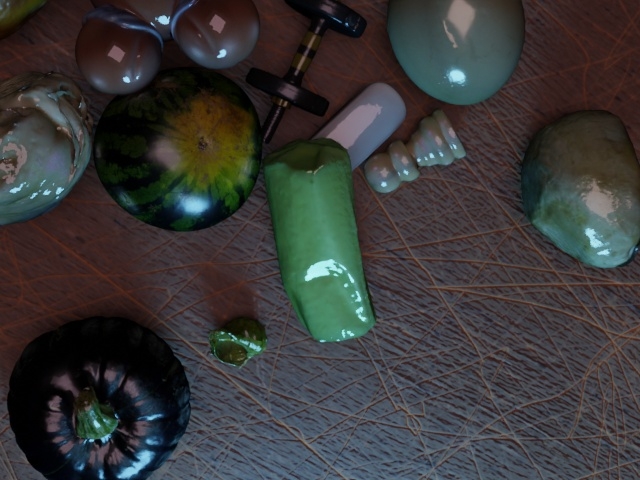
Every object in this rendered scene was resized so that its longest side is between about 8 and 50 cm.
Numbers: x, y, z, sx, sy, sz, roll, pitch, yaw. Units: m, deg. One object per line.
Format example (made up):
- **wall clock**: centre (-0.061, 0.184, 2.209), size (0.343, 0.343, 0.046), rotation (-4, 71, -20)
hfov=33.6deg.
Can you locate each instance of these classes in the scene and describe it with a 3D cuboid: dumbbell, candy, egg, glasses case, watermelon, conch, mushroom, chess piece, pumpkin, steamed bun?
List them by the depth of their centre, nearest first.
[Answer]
- **steamed bun**: centre (-0.485, -0.130, 1.646), size (0.268, 0.280, 0.207), rotation (-37, 116, -34)
- **watermelon**: centre (-0.218, -0.143, 1.668), size (0.269, 0.269, 0.269), rotation (-1, 97, -6)
- **pumpkin**: centre (-0.352, 0.273, 1.696), size (0.296, 0.296, 0.295), rotation (-1, 97, -6)
- **egg**: centre (0.216, -0.351, 1.700), size (0.219, 0.219, 0.269), rotation (-20, 94, -3)
- **dumbbell**: centre (-0.023, -0.306, 1.719), size (0.143, 0.143, 0.325), rotation (25, 94, -8)
- **candy**: centre (0.000, 0.000, 1.737), size (0.142, 0.132, 0.343), rotation (-22, 116, -22)
- **mushroom**: centre (0.430, -0.083, 1.768), size (0.164, 0.189, 0.267), rotation (-3, 97, -9)
- **glasses case**: centre (0.043, -0.169, 1.784), size (0.233, 0.059, 0.092), rotation (-45, 103, 3)
- **chess piece**: centre (0.154, -0.139, 1.789), size (0.170, 0.094, 0.094), rotation (-33, 99, 3)
- **conch**: centre (-0.142, 0.175, 1.802), size (0.121, 0.074, 0.089), rotation (6, 99, -46)

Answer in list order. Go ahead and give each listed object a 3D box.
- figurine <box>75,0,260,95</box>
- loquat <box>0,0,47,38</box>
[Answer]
- **figurine**: centre (-0.258, -0.430, 1.524), size (0.277, 0.248, 0.388), rotation (-13, 128, 2)
- **loquat**: centre (-0.539, -0.446, 1.567), size (0.328, 0.328, 0.328), rotation (-1, 97, -6)
